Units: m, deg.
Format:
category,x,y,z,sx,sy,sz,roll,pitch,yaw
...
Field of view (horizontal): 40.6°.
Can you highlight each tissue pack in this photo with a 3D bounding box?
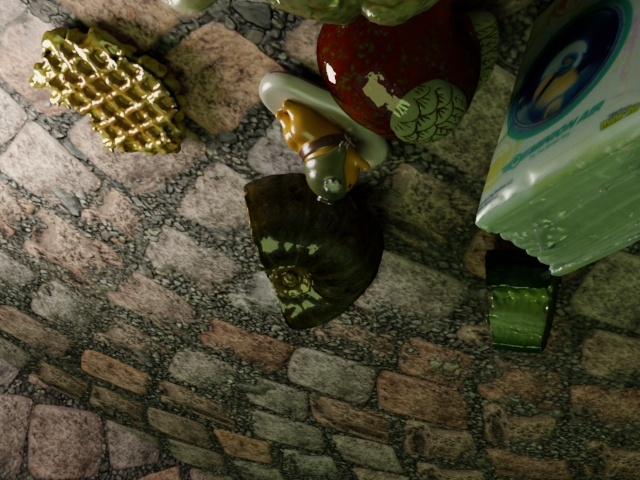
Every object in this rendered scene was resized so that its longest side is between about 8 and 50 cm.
category,x,y,z,sx,sy,sz,roll,pitch,yaw
tissue pack,0.355,-0.178,1.006,0.162,0.388,0.287,34,144,-16

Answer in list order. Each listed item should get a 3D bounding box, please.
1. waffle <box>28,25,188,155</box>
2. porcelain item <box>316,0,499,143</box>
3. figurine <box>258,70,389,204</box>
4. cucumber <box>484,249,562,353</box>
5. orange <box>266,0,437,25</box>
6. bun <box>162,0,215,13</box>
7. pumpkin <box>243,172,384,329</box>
category,x,y,z,sx,sy,sz,roll,pitch,yaw
waffle,-0.375,-0.262,1.565,0.301,0.058,0.281,29,143,-9
porcelain item,0.126,-0.260,1.165,0.253,0.252,0.253,14,145,10
figurine,-0.016,-0.154,1.434,0.250,0.141,0.166,29,155,-8
cucumber,0.364,0.104,1.578,0.130,0.191,0.191,6,143,24
orange,-0.013,-0.374,0.986,0.369,0.210,0.271,44,179,10
bun,-0.174,-0.421,1.157,0.133,0.231,0.231,-24,151,-14
pumpkin,0.000,0.000,1.633,0.232,0.242,0.324,-16,134,1
